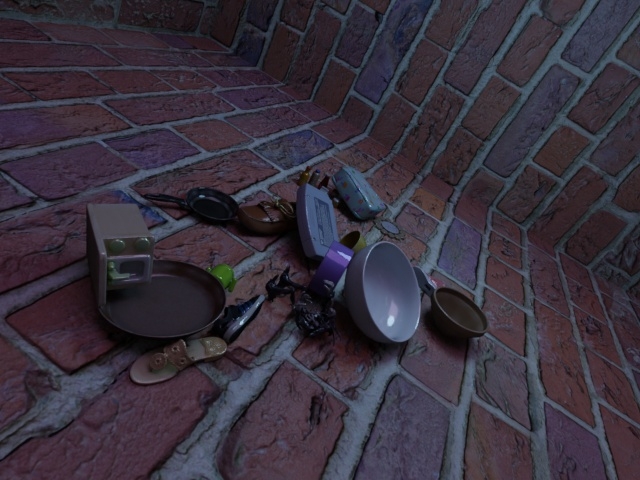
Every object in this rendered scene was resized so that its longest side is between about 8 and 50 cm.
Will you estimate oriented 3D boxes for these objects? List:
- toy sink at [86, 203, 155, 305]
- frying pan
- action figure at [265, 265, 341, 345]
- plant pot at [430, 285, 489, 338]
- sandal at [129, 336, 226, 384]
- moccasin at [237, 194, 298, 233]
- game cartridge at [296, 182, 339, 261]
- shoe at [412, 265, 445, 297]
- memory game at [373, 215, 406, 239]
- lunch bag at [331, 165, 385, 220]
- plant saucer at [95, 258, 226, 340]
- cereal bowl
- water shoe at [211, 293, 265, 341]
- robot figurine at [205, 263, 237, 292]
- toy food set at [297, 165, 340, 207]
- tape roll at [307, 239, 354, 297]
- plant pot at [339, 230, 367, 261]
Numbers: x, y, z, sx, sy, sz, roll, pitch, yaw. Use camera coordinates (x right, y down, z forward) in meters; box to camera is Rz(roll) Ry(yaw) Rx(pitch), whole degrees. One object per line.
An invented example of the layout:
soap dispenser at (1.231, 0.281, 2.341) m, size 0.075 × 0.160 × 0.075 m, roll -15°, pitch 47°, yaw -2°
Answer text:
toy sink at (-0.493, 0.029, 1.057) m, size 0.131 × 0.152 × 0.234 m, roll -4°, pitch 33°, yaw -33°
frying pan at (-0.432, -0.114, 1.516) m, size 0.197 × 0.053 × 0.326 m, roll 40°, pitch 34°, yaw 20°
action figure at (-0.034, 0.191, 1.296) m, size 0.276 × 0.140 × 0.164 m, roll 36°, pitch 29°, yaw 19°
plant pot at (0.505, 0.293, 1.620) m, size 0.238 × 0.109 × 0.237 m, roll 22°, pitch 31°, yaw -14°
sandal at (-0.323, 0.258, 1.007) m, size 0.240 × 0.079 × 0.088 m, roll -6°, pitch 45°, yaw -45°
moccasin at (-0.147, -0.106, 1.644) m, size 0.380 × 0.147 × 0.139 m, roll 0°, pitch 40°, yaw -40°
game cartridge at (-0.010, -0.061, 1.620) m, size 0.198 × 0.062 × 0.297 m, roll 19°, pitch 56°, yaw -47°
shoe at (0.462, 0.177, 1.813) m, size 0.081 × 0.063 × 0.178 m, roll -7°, pitch 50°, yaw -47°
memory game at (0.344, -0.063, 2.128) m, size 0.186 × 0.012 × 0.186 m, roll 21°, pitch 30°, yaw -13°
lunch bag at (0.189, -0.226, 2.092) m, size 0.279 × 0.108 × 0.224 m, roll 58°, pitch 25°, yaw 12°
plant saucer at (-0.401, 0.153, 1.093) m, size 0.311 × 0.050 × 0.310 m, roll 13°, pitch 29°, yaw -8°
cereal bowl at (0.190, 0.177, 1.426) m, size 0.339 × 0.141 × 0.338 m, roll 21°, pitch 62°, yaw -45°
water shoe at (-0.225, 0.197, 1.191) m, size 0.080 × 0.072 × 0.203 m, roll 30°, pitch 29°, yaw 7°
robot figurine at (-0.299, 0.112, 1.263) m, size 0.101 × 0.067 × 0.115 m, roll 20°, pitch 29°, yaw 6°
toy food set at (0.016, -0.267, 2.070) m, size 0.232 × 0.104 × 0.111 m, roll 35°, pitch 30°, yaw 10°
tape roll at (0.034, 0.099, 1.442) m, size 0.080 × 0.189 × 0.189 m, roll 30°, pitch 30°, yaw 2°
plant pot at (0.136, 0.041, 1.698) m, size 0.095 × 0.134 × 0.134 m, roll 45°, pitch 24°, yaw -22°
